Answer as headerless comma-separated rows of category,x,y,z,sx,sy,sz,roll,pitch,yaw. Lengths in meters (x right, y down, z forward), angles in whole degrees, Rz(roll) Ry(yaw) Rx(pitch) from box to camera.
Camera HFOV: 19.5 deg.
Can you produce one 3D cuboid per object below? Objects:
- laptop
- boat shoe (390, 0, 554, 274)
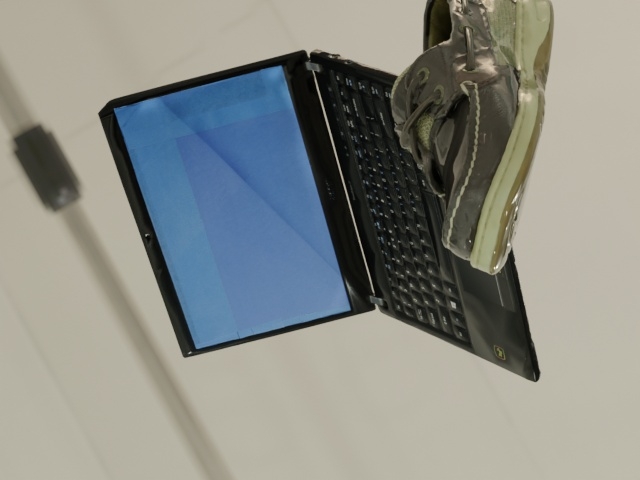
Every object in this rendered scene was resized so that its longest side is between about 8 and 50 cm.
laptop,0.000,0.000,1.319,0.136,0.234,0.264,-36,-142,-27
boat shoe,0.070,-0.061,0.912,0.223,0.073,0.080,-74,178,-56
